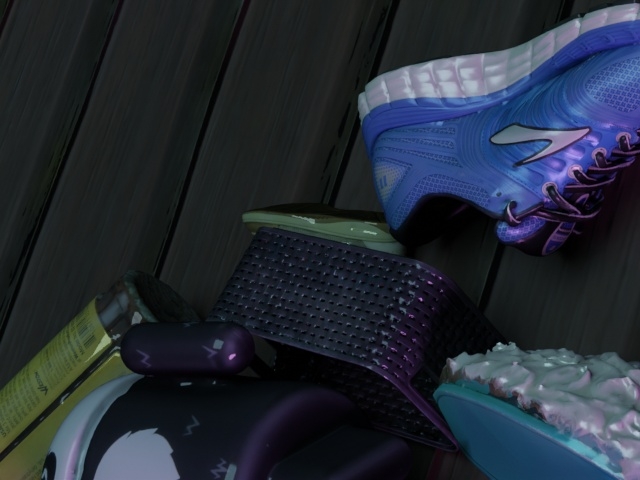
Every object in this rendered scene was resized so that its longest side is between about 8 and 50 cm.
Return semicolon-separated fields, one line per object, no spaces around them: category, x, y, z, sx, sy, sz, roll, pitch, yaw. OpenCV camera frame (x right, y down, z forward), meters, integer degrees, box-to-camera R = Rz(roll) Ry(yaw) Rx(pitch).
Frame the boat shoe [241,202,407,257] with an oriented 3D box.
boat shoe;0.002;0.000;1.303;0.153;0.056;0.048;7;103;36

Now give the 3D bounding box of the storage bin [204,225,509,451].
storage bin;0.025;0.066;1.188;0.180;0.122;0.084;12;65;43

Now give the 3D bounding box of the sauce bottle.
sauce bottle;-0.233;0.170;1.363;0.344;0.111;0.111;-42;48;14

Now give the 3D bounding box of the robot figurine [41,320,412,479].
robot figurine;-0.068;0.178;1.178;0.278;0.173;0.209;2;67;40

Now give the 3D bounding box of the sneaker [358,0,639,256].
sneaker;0.176;-0.065;1.160;0.330;0.129;0.147;-15;73;37

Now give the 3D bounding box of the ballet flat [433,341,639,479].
ballet flat;0.248;0.155;0.985;0.409;0.147;0.147;31;89;42
